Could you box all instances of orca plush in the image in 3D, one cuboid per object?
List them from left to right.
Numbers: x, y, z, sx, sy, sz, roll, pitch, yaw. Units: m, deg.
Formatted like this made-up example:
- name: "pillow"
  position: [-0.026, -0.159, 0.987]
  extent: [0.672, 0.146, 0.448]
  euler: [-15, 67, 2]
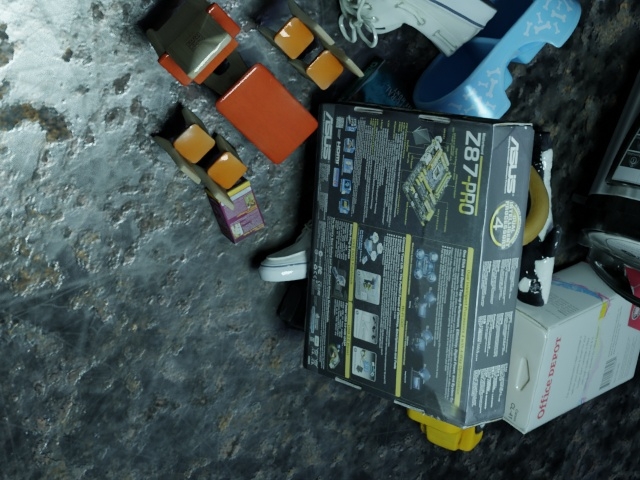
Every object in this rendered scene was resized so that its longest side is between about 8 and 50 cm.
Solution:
- name: "orca plush"
  position: [0.327, -0.037, 1.871]
  extent: [0.102, 0.151, 0.287]
  euler: [1, 108, -10]

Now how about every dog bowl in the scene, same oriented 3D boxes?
- name: "dog bowl"
  position: [0.251, -0.274, 1.681]
  extent: [0.297, 0.166, 0.074]
  euler: [-49, 116, -5]

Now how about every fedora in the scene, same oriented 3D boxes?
- name: "fedora"
  position: [0.267, -0.058, 1.809]
  extent: [0.194, 0.194, 0.079]
  euler: [-27, 156, -21]

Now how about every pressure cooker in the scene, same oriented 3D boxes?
- name: "pressure cooker"
  position: [0.640, -0.069, 1.879]
  extent: [0.375, 0.370, 0.420]
  euler: [23, 90, -4]

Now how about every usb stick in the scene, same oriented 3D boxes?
- name: "usb stick"
  position: [0.051, 0.129, 1.822]
  extent: [0.278, 0.045, 0.077]
  euler: [19, 92, -39]

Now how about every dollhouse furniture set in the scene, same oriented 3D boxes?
- name: "dollhouse furniture set"
  position: [-0.097, -0.190, 1.460]
  extent: [0.262, 0.135, 0.259]
  euler: [-45, 136, 4]

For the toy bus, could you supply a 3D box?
- name: "toy bus"
  position: [0.224, 0.203, 1.910]
  extent: [0.130, 0.108, 0.333]
  euler: [-28, 130, -51]

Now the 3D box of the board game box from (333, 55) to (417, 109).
- name: "board game box"
  position: [0.093, -0.169, 1.709]
  extent: [0.126, 0.026, 0.186]
  euler: [-48, 131, -5]

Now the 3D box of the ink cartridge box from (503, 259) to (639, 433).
- name: "ink cartridge box"
  position: [0.438, 0.175, 2.029]
  extent: [0.306, 0.131, 0.226]
  euler: [-16, 125, -35]

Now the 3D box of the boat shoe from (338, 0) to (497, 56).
- name: "boat shoe"
  position: [0.083, -0.331, 1.562]
  extent: [0.367, 0.136, 0.156]
  euler: [13, 123, -50]

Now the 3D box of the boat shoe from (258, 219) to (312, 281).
- name: "boat shoe"
  position: [0.000, 0.000, 1.710]
  extent: [0.226, 0.083, 0.076]
  euler: [-18, 106, -36]

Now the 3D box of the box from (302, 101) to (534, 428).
- name: "box"
  position: [0.119, 0.019, 1.546]
  extent: [0.097, 0.318, 0.395]
  euler: [-5, 102, -41]

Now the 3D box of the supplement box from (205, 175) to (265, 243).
- name: "supplement box"
  position: [-0.120, -0.046, 1.613]
  extent: [0.055, 0.043, 0.083]
  euler: [-31, 126, -19]
